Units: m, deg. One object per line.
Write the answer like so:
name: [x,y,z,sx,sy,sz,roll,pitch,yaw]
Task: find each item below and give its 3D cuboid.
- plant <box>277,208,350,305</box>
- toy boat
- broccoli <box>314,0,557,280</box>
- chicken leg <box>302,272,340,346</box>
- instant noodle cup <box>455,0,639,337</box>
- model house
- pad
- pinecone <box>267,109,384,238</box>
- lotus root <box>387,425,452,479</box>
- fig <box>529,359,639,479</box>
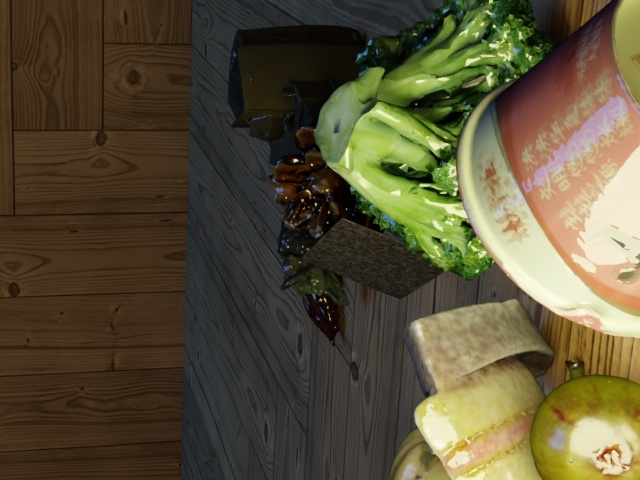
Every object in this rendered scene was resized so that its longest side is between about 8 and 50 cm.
plant: [0.000,0.000,1.984,0.131,0.142,0.203,-22,65,58]
toy boat: [0.177,0.180,1.204,0.111,0.276,0.293,-29,56,25]
broccoli: [0.125,-0.110,1.278,0.308,0.275,0.307,-16,69,47]
chicken leg: [0.002,0.056,2.138,0.105,0.063,0.234,-139,47,-77]
instant noodle cup: [0.242,-0.070,0.926,0.178,0.235,0.234,129,138,-53]
model house: [-0.024,-0.193,1.920,0.243,0.211,0.204,-116,27,-58]
pad: [0.071,0.028,1.704,0.235,0.158,0.003,134,157,-71]
pinecone: [0.032,-0.093,1.726,0.184,0.205,0.179,68,152,20]
lotus root: [0.155,0.340,1.388,0.183,0.183,0.310,-130,35,-67]
fig: [0.241,0.163,1.158,0.236,0.124,0.124,-95,6,-78]
